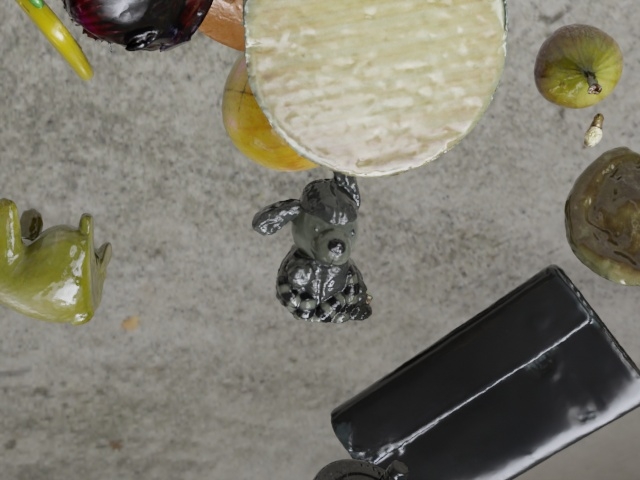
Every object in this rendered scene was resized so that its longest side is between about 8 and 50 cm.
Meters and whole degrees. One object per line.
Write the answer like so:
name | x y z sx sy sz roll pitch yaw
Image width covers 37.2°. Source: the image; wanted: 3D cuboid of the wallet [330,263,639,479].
wallet | 0.229 0.232 1.335 0.406 0.228 0.062 -37 180 18

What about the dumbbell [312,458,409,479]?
dumbbell | 0.022 0.357 1.083 0.143 0.143 0.325 8 129 -27

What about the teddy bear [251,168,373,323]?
teddy bear | -0.012 0.013 1.433 0.171 0.144 0.250 -9 122 -6

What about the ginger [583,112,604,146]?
ginger | 0.507 -0.196 1.762 0.030 0.048 0.097 26 156 13

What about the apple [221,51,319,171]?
apple | -0.049 -0.269 1.830 0.233 0.286 0.286 13 154 34

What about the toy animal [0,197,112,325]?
toy animal | -0.515 0.013 1.513 0.363 0.180 0.181 16 169 -1

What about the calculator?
calculator | -0.388 -0.306 1.366 0.032 0.146 0.235 -40 165 -7

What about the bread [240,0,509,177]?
bread | 0.053 -0.192 0.898 0.267 0.040 0.266 -2 108 -7

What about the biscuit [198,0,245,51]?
biscuit | -0.140 -0.423 1.673 0.186 0.036 0.192 27 129 -23

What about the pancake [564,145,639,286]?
pancake | 0.431 -0.038 1.207 0.236 0.222 0.042 17 157 24

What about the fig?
fig | 0.478 -0.290 1.697 0.160 0.230 0.143 -32 130 9

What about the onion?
onion | -0.282 -0.392 1.442 0.281 0.281 0.221 -18 101 0
